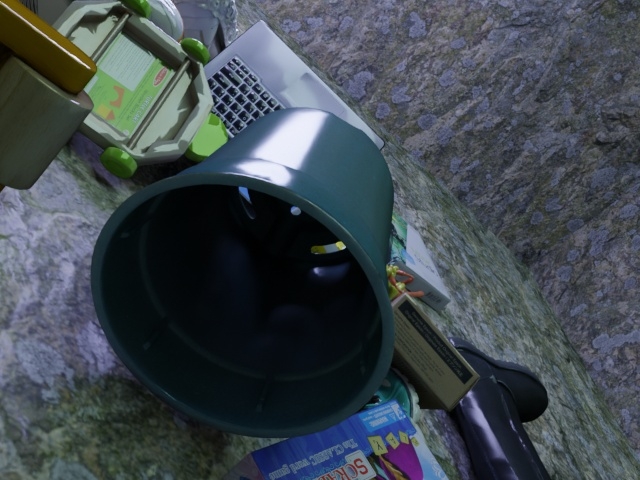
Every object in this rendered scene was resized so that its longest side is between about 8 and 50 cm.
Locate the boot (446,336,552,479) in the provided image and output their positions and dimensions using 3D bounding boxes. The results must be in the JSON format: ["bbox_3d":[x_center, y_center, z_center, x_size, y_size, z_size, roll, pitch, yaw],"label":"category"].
[{"bbox_3d":[0.418,0.435,1.532,0.367,0.146,0.445,26,23,-29],"label":"boot"}]

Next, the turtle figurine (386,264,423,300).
[{"bbox_3d":[0.089,0.049,1.410,0.217,0.087,0.269,45,6,5],"label":"turtle figurine"}]

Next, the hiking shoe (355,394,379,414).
[{"bbox_3d":[-0.019,0.186,1.103,0.227,0.114,0.086,43,18,-16],"label":"hiking shoe"}]

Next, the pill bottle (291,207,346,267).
[{"bbox_3d":[0.020,0.046,1.186,0.208,0.117,0.117,62,21,14],"label":"pill bottle"}]

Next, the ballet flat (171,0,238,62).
[{"bbox_3d":[-0.251,-0.459,1.652,0.147,0.147,0.409,54,-6,17],"label":"ballet flat"}]

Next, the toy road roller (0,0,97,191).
[{"bbox_3d":[-0.437,-0.226,0.871,0.329,0.202,0.241,38,10,-25],"label":"toy road roller"}]

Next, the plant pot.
[{"bbox_3d":[-0.055,0.004,0.937,0.341,0.341,0.334,44,30,-12],"label":"plant pot"}]

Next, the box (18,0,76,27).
[{"bbox_3d":[-0.463,-0.397,1.288,0.275,0.113,0.094,53,19,17],"label":"box"}]

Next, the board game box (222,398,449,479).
[{"bbox_3d":[0.079,0.375,0.926,0.318,0.066,0.318,-4,53,-52],"label":"board game box"}]

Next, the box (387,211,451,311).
[{"bbox_3d":[0.233,0.029,2.091,0.232,0.058,0.322,36,21,-33],"label":"box"}]

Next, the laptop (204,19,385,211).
[{"bbox_3d":[-0.089,-0.231,1.426,0.382,0.408,0.236,45,-23,-3],"label":"laptop"}]

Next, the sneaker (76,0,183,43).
[{"bbox_3d":[-0.355,-0.407,1.254,0.262,0.099,0.121,36,29,-11],"label":"sneaker"}]

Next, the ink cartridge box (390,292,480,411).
[{"bbox_3d":[0.154,0.204,1.330,0.193,0.088,0.234,48,-17,1],"label":"ink cartridge box"}]

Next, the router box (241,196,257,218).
[{"bbox_3d":[-0.078,0.068,1.261,0.335,0.082,0.301,41,20,-22],"label":"router box"}]

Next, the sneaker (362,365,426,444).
[{"bbox_3d":[0.099,0.293,1.188,0.110,0.107,0.275,26,26,-28],"label":"sneaker"}]

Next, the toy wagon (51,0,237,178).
[{"bbox_3d":[-0.277,-0.223,1.182,0.344,0.068,0.267,36,61,-19],"label":"toy wagon"}]
